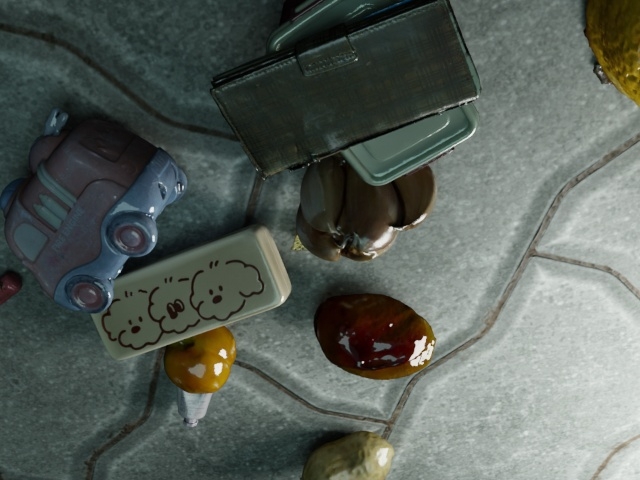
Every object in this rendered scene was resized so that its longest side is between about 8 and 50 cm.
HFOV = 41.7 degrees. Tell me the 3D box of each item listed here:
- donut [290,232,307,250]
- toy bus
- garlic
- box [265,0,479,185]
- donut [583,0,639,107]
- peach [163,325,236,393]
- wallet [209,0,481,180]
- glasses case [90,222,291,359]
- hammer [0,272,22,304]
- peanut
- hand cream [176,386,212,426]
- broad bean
[{"bbox_3d":[0.000,0.000,1.413,0.083,0.067,0.037,16,113,28],"label":"donut"},{"bbox_3d":[-0.364,-0.051,1.296,0.232,0.197,0.294,35,120,-13],"label":"toy bus"},{"bbox_3d":[0.066,-0.050,1.323,0.214,0.191,0.160,2,153,-17],"label":"garlic"},{"bbox_3d":[0.074,-0.246,1.162,0.193,0.167,0.294,-28,123,21],"label":"box"},{"bbox_3d":[0.587,-0.299,1.133,0.435,0.163,0.377,7,128,-7],"label":"donut"},{"bbox_3d":[-0.217,0.210,1.525,0.138,0.138,0.138,-1,127,-1],"label":"peach"},{"bbox_3d":[0.034,-0.194,1.071,0.317,0.044,0.169,-19,129,15],"label":"wallet"},{"bbox_3d":[-0.226,0.088,1.434,0.337,0.076,0.143,-21,97,13],"label":"glasses case"},{"bbox_3d":[-0.564,0.088,1.482,0.083,0.043,0.043,-32,121,23],"label":"hammer"},{"bbox_3d":[0.051,0.467,1.727,0.224,0.129,0.129,-35,121,15],"label":"peanut"},{"bbox_3d":[-0.248,0.302,1.651,0.084,0.053,0.142,7,111,-7],"label":"hand cream"},{"bbox_3d":[0.096,0.170,1.507,0.229,0.122,0.156,13,100,-18],"label":"broad bean"}]
